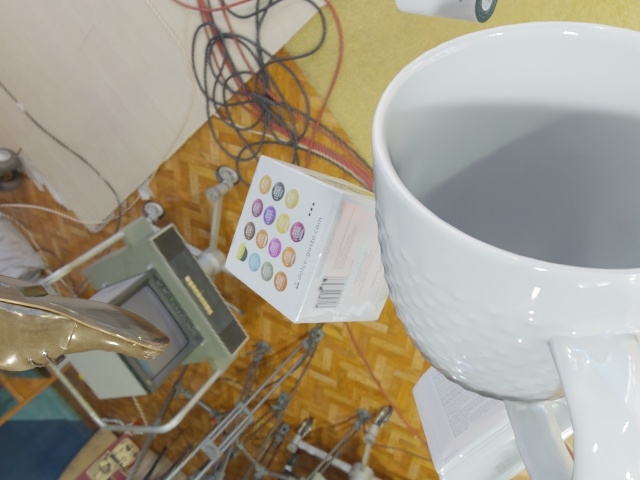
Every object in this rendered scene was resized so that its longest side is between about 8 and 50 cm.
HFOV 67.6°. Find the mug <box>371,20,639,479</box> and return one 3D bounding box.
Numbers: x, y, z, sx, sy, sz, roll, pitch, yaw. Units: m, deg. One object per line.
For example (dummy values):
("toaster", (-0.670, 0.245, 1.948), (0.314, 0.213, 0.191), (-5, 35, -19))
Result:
("mug", (0.195, 0.050, 0.443), (0.276, 0.374, 0.328), (-4, 142, 6))

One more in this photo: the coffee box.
("coffee box", (0.000, 0.000, 1.319), (0.334, 0.338, 0.337), (31, 105, 41))

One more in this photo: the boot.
("boot", (-0.371, 0.136, 0.686), (0.305, 0.112, 0.115), (15, 83, 1))

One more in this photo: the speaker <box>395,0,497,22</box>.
("speaker", (0.170, -0.338, 0.662), (0.136, 0.055, 0.055), (30, 134, 38))

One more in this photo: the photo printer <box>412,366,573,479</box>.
("photo printer", (0.307, 0.303, 0.919), (0.256, 0.307, 0.107), (-42, 101, 11))
